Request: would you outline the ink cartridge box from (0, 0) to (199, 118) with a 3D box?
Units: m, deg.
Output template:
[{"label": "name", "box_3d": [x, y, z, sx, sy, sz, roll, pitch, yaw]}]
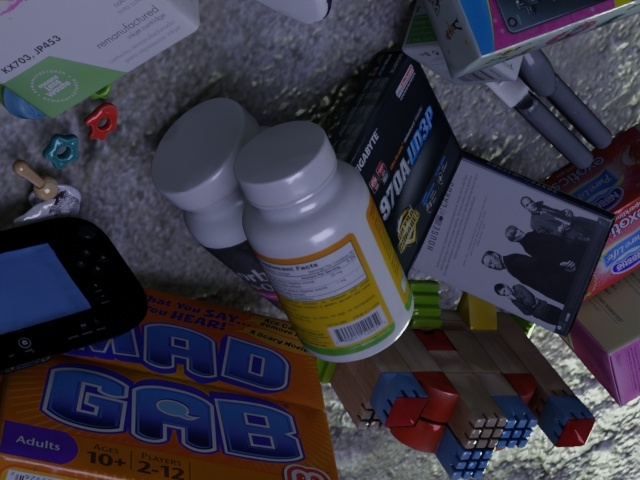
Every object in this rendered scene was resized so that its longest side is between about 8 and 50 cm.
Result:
[{"label": "ink cartridge box", "box_3d": [-0.300, -0.281, 1.155, 0.207, 0.119, 0.353, -27, 138, 27]}]

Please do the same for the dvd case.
[{"label": "dvd case", "box_3d": [0.235, -0.001, 1.627, 0.029, 0.238, 0.179, -39, 149, -55]}]

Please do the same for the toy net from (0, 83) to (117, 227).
[{"label": "toy net", "box_3d": [-0.289, -0.094, 1.404, 0.122, 0.045, 0.232, -16, 133, -32]}]

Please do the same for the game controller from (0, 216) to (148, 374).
[{"label": "game controller", "box_3d": [-0.338, 0.065, 1.316, 0.319, 0.166, 0.067, -17, 138, -37]}]

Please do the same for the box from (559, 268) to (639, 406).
[{"label": "box", "box_3d": [0.454, 0.075, 1.778, 0.243, 0.213, 0.117, -29, 131, -6]}]

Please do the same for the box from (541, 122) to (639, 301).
[{"label": "box", "box_3d": [0.380, -0.029, 1.725, 0.257, 0.122, 0.128, -31, 132, -3]}]

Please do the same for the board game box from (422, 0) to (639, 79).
[{"label": "board game box", "box_3d": [0.246, -0.332, 1.377, 0.303, 0.097, 0.224, -22, 89, -14]}]

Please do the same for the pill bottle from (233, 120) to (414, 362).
[{"label": "pill bottle", "box_3d": [0.000, 0.000, 1.341, 0.136, 0.136, 0.246, -29, 127, -5]}]

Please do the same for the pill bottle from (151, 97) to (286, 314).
[{"label": "pill bottle", "box_3d": [-0.059, -0.032, 1.480, 0.162, 0.162, 0.278, -42, 130, 7]}]

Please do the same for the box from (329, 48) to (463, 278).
[{"label": "box", "box_3d": [0.083, -0.088, 1.488, 0.175, 0.051, 0.220, 59, 44, -35]}]

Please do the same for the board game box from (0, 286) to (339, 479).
[{"label": "board game box", "box_3d": [-0.216, 0.296, 1.456, 0.356, 0.356, 0.356, 14, 117, -15]}]

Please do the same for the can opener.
[{"label": "can opener", "box_3d": [0.284, -0.173, 1.603, 0.074, 0.093, 0.280, -46, 135, 9]}]

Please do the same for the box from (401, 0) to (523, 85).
[{"label": "box", "box_3d": [0.170, -0.239, 1.467, 0.102, 0.101, 0.087, 27, 76, -37]}]

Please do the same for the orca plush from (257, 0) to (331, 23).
[{"label": "orca plush", "box_3d": [-0.090, -0.338, 1.318, 0.287, 0.102, 0.151, 23, 156, -26]}]

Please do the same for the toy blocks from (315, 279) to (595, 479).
[{"label": "toy blocks", "box_3d": [0.182, 0.206, 1.706, 0.381, 0.261, 0.191, 4, 121, -28]}]
